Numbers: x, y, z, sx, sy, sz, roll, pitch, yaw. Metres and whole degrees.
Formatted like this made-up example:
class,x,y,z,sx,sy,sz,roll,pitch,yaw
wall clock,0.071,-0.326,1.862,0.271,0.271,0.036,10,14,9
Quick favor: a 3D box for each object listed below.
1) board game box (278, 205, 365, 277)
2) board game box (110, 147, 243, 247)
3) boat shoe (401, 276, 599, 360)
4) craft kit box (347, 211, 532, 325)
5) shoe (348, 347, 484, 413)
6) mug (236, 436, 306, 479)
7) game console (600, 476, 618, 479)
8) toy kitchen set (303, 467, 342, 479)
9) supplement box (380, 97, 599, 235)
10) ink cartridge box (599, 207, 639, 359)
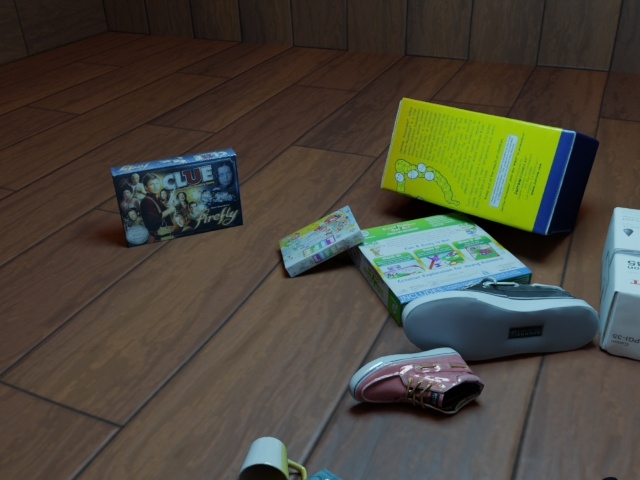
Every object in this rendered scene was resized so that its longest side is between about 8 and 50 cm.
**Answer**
class,x,y,z,sx,sy,sz,roll,pitch,yaw
board game box,0.000,0.000,1.202,0.154,0.026,0.103,-27,32,4
board game box,-0.287,-0.088,1.291,0.244,0.165,0.042,-13,32,-16
boat shoe,0.267,0.108,0.978,0.307,0.113,0.105,-4,24,-8
craft kit box,0.206,0.040,1.154,0.250,0.060,0.246,-11,34,-14
shoe,0.134,0.200,0.873,0.178,0.063,0.081,-9,26,-20
mug,-0.062,0.279,0.773,0.062,0.078,0.064,-32,18,14
game console,0.118,0.329,0.564,0.173,0.250,0.293,34,39,7
toy kitchen set,-0.006,0.300,0.602,0.166,0.122,0.207,-21,18,-30
supplement box,0.336,-0.152,1.280,0.357,0.195,0.194,20,14,33
ink cartridge box,0.569,0.070,1.015,0.207,0.117,0.283,10,32,19
